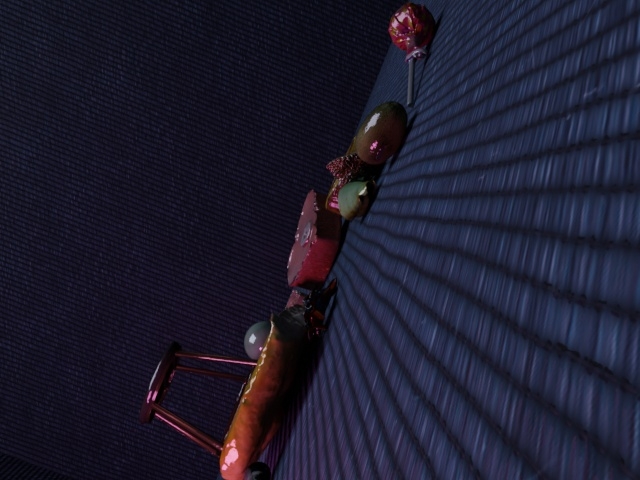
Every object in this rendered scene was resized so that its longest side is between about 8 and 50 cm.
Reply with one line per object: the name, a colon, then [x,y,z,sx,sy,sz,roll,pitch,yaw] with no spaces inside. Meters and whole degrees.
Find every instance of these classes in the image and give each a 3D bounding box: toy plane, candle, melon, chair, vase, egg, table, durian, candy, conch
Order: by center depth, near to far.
vase: [-0.126,0.493,1.132,0.167,0.059,0.059,134,157,-82]
melon: [0.136,-0.237,1.256,0.162,0.099,0.099,-57,11,46]
toy plane: [-0.001,0.144,1.332,0.189,0.061,0.130,-67,-29,-54]
conch: [0.091,-0.100,1.394,0.170,0.079,0.106,149,128,-74]
candy: [0.225,-0.458,1.413,0.124,0.124,0.365,116,166,-53]
durian: [0.098,-0.187,1.480,0.148,0.091,0.188,-25,4,-5]
table: [-0.058,0.198,1.711,0.062,0.083,0.079,-103,36,-86]
candle: [0.000,0.000,1.775,0.287,0.131,0.317,159,123,-77]
chair: [-0.402,0.572,2.046,0.365,0.410,0.362,117,174,-63]
egg: [-0.226,0.412,2.318,0.231,0.168,0.168,-51,-17,-87]

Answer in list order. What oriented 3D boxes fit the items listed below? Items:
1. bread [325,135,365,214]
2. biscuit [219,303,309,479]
bread: [0.094,-0.187,1.679,0.181,0.096,0.222,120,172,-52]
biscuit: [-0.119,0.359,1.363,0.429,0.104,0.446,83,-153,-82]
